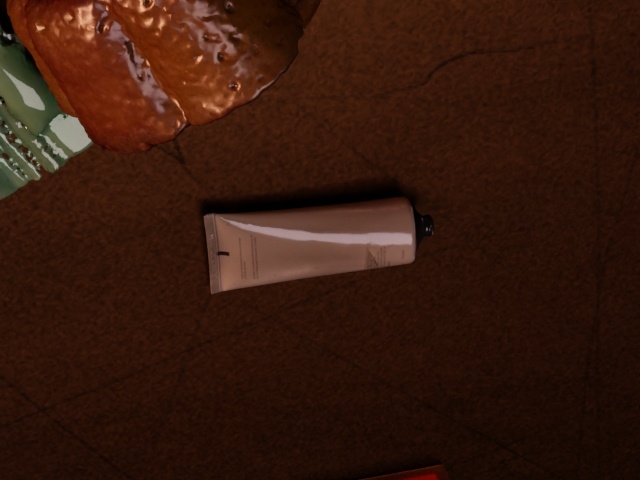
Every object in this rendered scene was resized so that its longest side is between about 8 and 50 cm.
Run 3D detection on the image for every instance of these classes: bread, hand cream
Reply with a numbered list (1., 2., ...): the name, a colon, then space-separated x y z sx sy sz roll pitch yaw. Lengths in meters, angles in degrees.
1. bread: -0.093 -0.174 1.270 0.247 0.232 0.135 -7 132 45
2. hand cream: 0.000 0.000 1.550 0.186 0.054 0.087 -7 133 -6

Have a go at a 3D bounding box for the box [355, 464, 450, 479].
1. box: 0.049 0.329 1.803 0.153 0.074 0.239 -6 129 -9

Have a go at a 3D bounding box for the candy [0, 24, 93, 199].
1. candy: -0.383 -0.045 1.330 0.398 0.172 0.263 -40 123 -2
